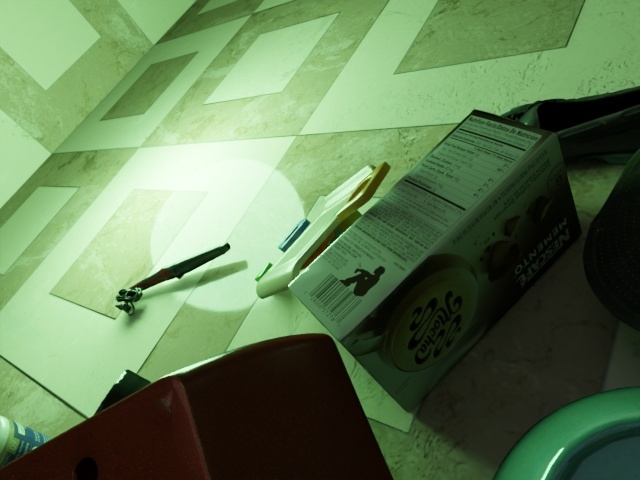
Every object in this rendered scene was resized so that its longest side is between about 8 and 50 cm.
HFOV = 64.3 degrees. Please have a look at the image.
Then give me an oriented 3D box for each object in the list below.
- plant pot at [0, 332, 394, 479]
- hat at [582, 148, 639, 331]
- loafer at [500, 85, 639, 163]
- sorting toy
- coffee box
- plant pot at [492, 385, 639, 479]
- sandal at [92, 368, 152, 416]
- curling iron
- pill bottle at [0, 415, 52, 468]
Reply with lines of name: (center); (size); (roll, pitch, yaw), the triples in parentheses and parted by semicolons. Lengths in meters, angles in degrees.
plant pot: (-0.096, 0.235, 0.418); (0.267, 0.236, 0.267); (-30, 64, 11)
hat: (0.407, -0.004, 0.412); (0.331, 0.134, 0.331); (-39, 22, 19)
loafer: (0.315, -0.154, 0.658); (0.302, 0.095, 0.109); (2, 54, 39)
sorting toy: (0.000, 0.000, 0.703); (0.196, 0.047, 0.347); (-53, 9, -22)
coffee box: (0.136, 0.020, 0.572); (0.297, 0.168, 0.119); (-43, 39, -7)
plant pot: (0.219, 0.206, 0.304); (0.290, 0.195, 0.290); (-22, 41, 20)
sandal: (-0.357, 0.349, 0.605); (0.446, 0.107, 0.167); (-62, 6, -10)
curling iron: (-0.277, 0.069, 0.952); (0.274, 0.035, 0.068); (-26, 44, 17)
pill bottle: (-0.400, 0.316, 0.699); (0.094, 0.169, 0.094); (-21, 43, 21)
